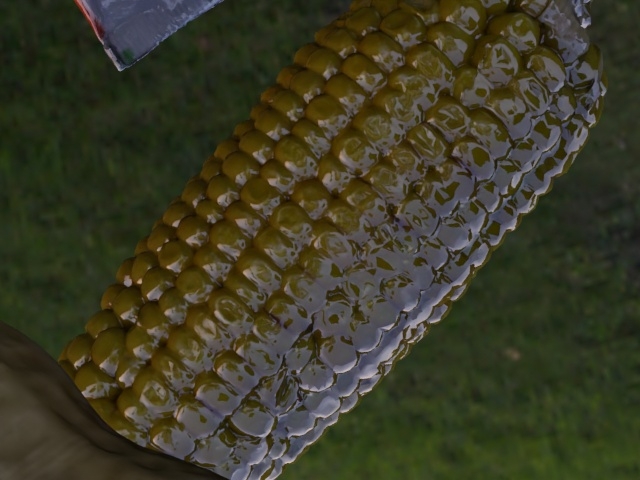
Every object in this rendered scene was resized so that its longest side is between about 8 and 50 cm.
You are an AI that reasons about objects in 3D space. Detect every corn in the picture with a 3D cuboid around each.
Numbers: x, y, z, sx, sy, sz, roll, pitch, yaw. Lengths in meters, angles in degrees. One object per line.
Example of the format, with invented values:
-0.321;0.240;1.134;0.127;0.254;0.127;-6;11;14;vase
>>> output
0.000;0.000;0.724;0.322;0.119;0.119;-47;148;-7;corn

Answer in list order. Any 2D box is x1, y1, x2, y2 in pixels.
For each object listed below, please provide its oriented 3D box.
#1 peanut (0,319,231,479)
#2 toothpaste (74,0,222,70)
-0.061;0.077;0.401;0.089;0.192;0.089;-32;135;-39;peanut
-0.125;-0.175;0.601;0.075;0.301;0.048;-25;153;-41;toothpaste
